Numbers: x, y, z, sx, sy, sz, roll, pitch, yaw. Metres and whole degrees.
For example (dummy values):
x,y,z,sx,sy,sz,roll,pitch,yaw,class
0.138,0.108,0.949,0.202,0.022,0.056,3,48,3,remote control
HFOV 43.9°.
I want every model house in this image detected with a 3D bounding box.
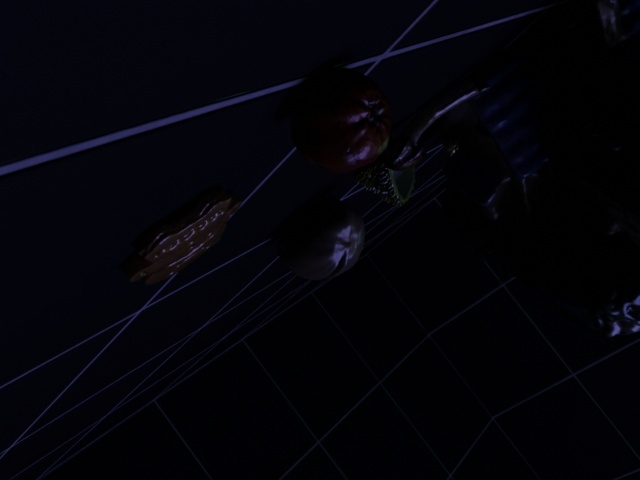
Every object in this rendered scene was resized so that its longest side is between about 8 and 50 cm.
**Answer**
x,y,z,sx,sy,sz,roll,pitch,yaw,class
0.415,-0.152,1.238,0.395,0.445,0.400,-32,135,-9,model house

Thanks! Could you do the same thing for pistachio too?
x,y,z,sx,sy,sz,roll,pitch,yaw,class
0.000,0.000,1.255,0.124,0.125,0.184,-34,-170,-34,pistachio

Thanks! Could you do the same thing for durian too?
x,y,z,sx,sy,sz,roll,pitch,yaw,class
0.123,-0.111,1.289,0.100,0.086,0.215,-54,167,19,durian

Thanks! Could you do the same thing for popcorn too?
x,y,z,sx,sy,sz,roll,pitch,yaw,class
0.288,-0.210,1.620,0.082,0.057,0.083,-35,171,-42,popcorn

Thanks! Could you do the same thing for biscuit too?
x,y,z,sx,sy,sz,roll,pitch,yaw,class
-0.138,0.004,0.791,0.133,0.027,0.184,-36,175,-30,biscuit

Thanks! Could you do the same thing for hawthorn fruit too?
x,y,z,sx,sy,sz,roll,pitch,yaw,class
0.013,-0.099,0.665,0.093,0.093,0.093,-37,175,-4,hawthorn fruit

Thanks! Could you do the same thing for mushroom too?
x,y,z,sx,sy,sz,roll,pitch,yaw,class
0.159,-0.171,1.123,0.187,0.060,0.061,-43,168,0,mushroom
